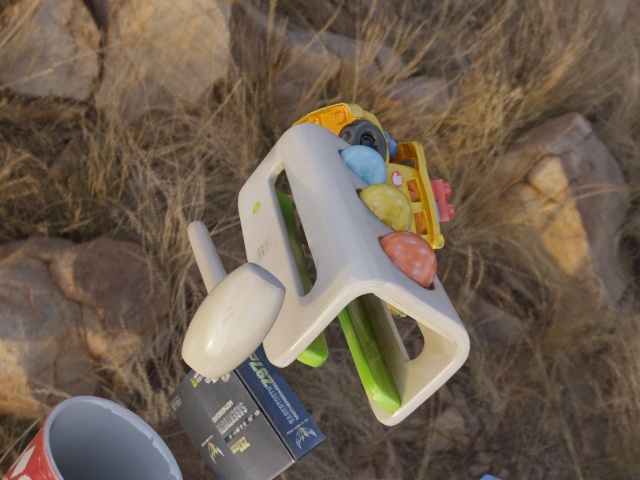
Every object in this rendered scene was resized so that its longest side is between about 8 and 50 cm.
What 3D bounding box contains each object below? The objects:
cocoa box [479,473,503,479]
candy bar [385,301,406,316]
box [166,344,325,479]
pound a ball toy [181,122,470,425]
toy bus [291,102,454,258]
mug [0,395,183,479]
[{"bbox_3d":[0.251,0.562,1.163,0.347,0.231,0.228,-27,109,-33],"label":"cocoa box"},{"bbox_3d":[0.072,0.087,1.243,0.161,0.018,0.040,20,36,23],"label":"candy bar"},{"bbox_3d":[-0.110,0.243,1.058,0.059,0.233,0.183,-28,77,-38],"label":"box"},{"bbox_3d":[0.000,0.000,0.637,0.208,0.136,0.319,33,20,-27],"label":"pound a ball toy"},{"bbox_3d":[0.083,-0.072,1.036,0.211,0.149,0.220,-14,91,-36],"label":"toy bus"},{"bbox_3d":[-0.200,0.206,0.532,0.113,0.169,0.150,49,16,18],"label":"mug"}]
